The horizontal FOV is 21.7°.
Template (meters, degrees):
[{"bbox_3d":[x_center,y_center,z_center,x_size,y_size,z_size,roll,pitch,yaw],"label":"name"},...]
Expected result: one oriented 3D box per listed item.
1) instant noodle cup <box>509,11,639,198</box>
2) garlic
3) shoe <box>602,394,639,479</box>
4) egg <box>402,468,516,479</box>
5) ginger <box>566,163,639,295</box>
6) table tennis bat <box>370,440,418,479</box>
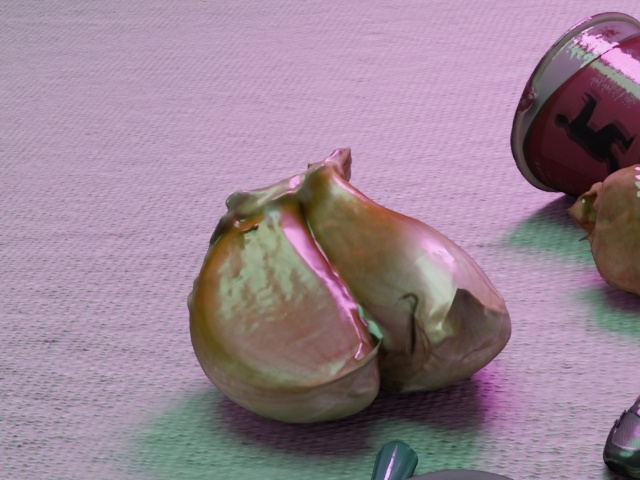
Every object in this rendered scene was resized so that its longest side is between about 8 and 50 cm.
[{"bbox_3d":[0.364,-0.125,1.932,0.235,0.234,0.178,-24,41,-27],"label":"instant noodle cup"},{"bbox_3d":[0.030,0.062,1.676,0.286,0.249,0.313,-9,43,-37],"label":"garlic"},{"bbox_3d":[0.324,0.148,1.554,0.074,0.077,0.194,17,37,40],"label":"shoe"},{"bbox_3d":[0.089,0.267,1.299,0.231,0.168,0.168,-15,28,-7],"label":"egg"},{"bbox_3d":[0.391,-0.001,1.764,0.267,0.138,0.152,9,16,9],"label":"ginger"},{"bbox_3d":[0.045,0.260,1.475,0.149,0.038,0.237,0,32,18],"label":"table tennis bat"}]
